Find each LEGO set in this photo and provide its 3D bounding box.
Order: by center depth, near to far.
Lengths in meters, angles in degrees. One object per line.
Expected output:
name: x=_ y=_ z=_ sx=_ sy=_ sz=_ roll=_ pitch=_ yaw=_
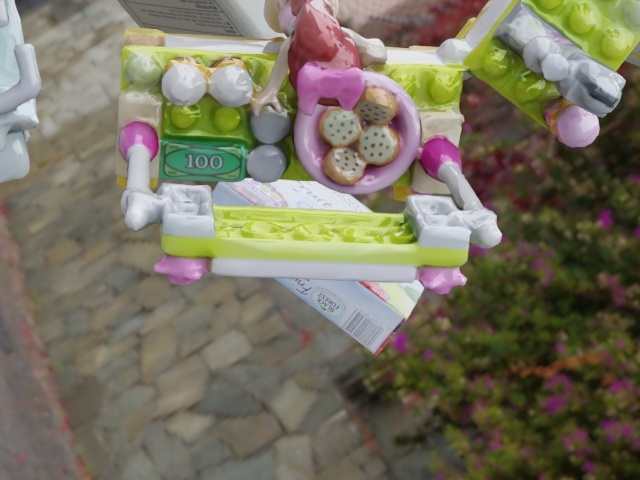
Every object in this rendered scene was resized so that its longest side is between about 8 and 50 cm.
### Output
LEGO set: x=0.039 y=-0.060 z=0.364 sx=0.107 sy=0.287 sz=0.132 roll=-106 pitch=178 yaw=-70

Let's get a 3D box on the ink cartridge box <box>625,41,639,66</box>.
ink cartridge box: x=0.282 y=-0.181 z=0.879 sx=0.306 sy=0.131 sz=0.226 roll=26 pitch=-19 yaw=11

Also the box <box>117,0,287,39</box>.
box: x=-0.119 y=-0.265 z=1.034 sx=0.148 sy=0.121 sz=0.311 roll=14 pitch=-25 yaw=40

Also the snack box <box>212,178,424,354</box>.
snack box: x=0.000 y=0.000 z=0.924 sx=0.141 sy=0.037 sz=0.100 roll=37 pitch=25 yaw=0
